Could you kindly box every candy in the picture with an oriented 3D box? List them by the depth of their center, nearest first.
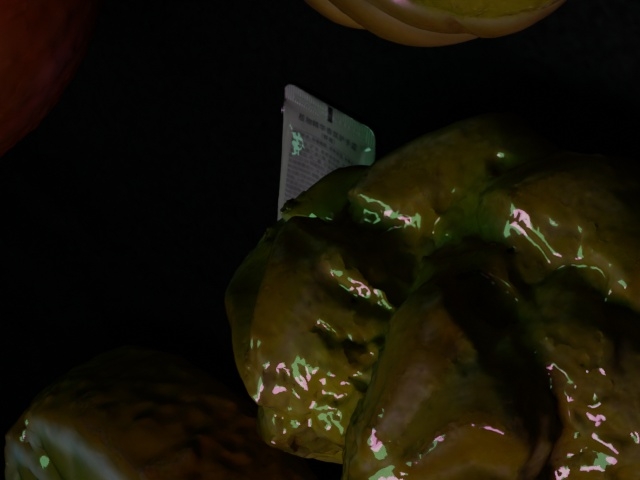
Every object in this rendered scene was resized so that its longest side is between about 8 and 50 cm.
[{"bbox_3d":[-0.090,0.187,1.065,0.260,0.118,0.260,30,140,29],"label":"candy"}]

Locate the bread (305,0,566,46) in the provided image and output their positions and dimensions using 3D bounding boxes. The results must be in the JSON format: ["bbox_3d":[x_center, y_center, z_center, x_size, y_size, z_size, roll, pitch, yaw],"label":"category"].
[{"bbox_3d":[0.012,-0.159,0.606,0.213,0.105,0.213,32,147,25],"label":"bread"}]

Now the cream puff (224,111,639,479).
[{"bbox_3d":[0.062,0.050,0.691,0.221,0.194,0.195,26,140,28],"label":"cream puff"}]

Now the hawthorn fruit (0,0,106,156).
[{"bbox_3d":[-0.190,-0.202,0.683,0.284,0.284,0.369,35,124,22],"label":"hawthorn fruit"}]

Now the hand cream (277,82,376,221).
[{"bbox_3d":[0.000,0.000,0.852,0.057,0.037,0.165,31,135,28],"label":"hand cream"}]
